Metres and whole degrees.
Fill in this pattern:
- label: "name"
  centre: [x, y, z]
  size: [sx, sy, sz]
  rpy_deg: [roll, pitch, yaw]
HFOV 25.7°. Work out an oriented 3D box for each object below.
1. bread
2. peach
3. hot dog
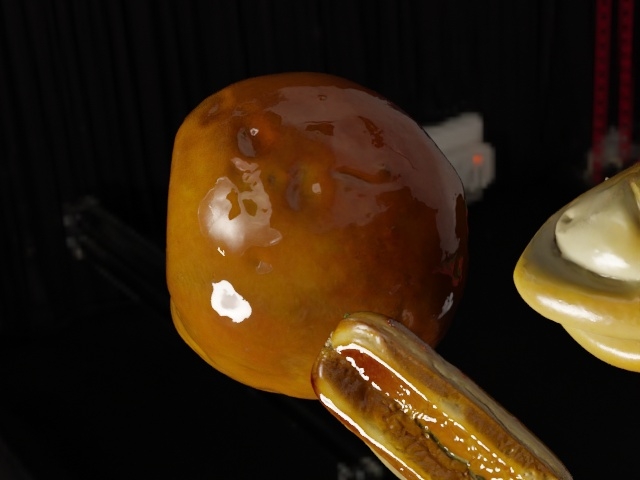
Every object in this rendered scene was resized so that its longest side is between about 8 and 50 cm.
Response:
- label: "bread"
  centre: [0.454, -0.029, 1.734]
  size: [0.424, 0.245, 0.328]
  rpy_deg: [-29, -133, 23]
- label: "peach"
  centre: [0.000, 0.000, 1.412]
  size: [0.302, 0.342, 0.342]
  rpy_deg: [1, -155, -1]
- label: "hot dog"
  centre: [0.102, 0.156, 1.113]
  size: [0.250, 0.104, 0.076]
  rpy_deg: [38, -163, 5]
